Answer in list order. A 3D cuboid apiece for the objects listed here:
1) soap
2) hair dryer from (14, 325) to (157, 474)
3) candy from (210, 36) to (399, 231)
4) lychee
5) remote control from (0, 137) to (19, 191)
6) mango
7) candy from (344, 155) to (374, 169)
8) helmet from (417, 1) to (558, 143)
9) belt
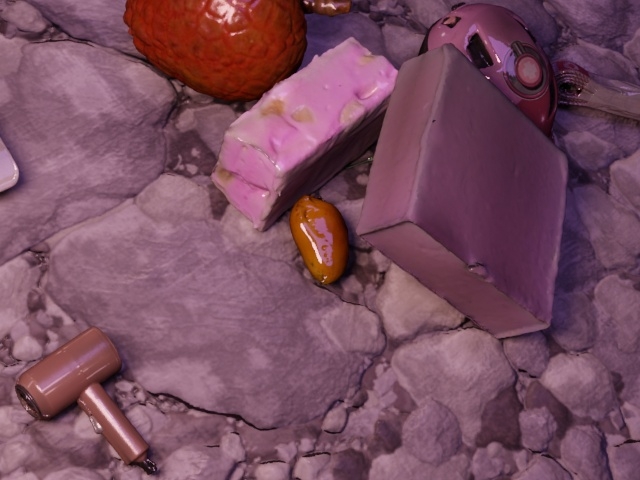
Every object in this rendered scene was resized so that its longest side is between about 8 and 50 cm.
[{"bbox_3d":[0.203,-0.063,1.355,0.296,0.107,0.285,38,55,-32],"label":"soap"},{"bbox_3d":[-0.252,0.199,1.181,0.117,0.064,0.182,-37,82,-29],"label":"hair dryer"},{"bbox_3d":[-0.018,-0.147,1.383,0.116,0.155,0.265,45,58,9],"label":"candy"},{"bbox_3d":[-0.114,-0.314,1.398,0.300,0.255,0.255,-20,65,8],"label":"lychee"},{"bbox_3d":[-0.499,-0.167,1.314,0.109,0.055,0.313,-29,69,-20],"label":"remote control"},{"bbox_3d":[0.000,0.000,1.363,0.077,0.063,0.127,-7,69,-26],"label":"mango"},{"bbox_3d":[0.070,-0.118,1.477,0.083,0.025,0.023,-19,26,-17],"label":"candy"},{"bbox_3d":[0.263,-0.247,1.533,0.198,0.154,0.253,-26,67,-28],"label":"helmet"},{"bbox_3d":[0.461,-0.230,1.626,0.232,0.071,0.053,15,39,-11],"label":"belt"}]
